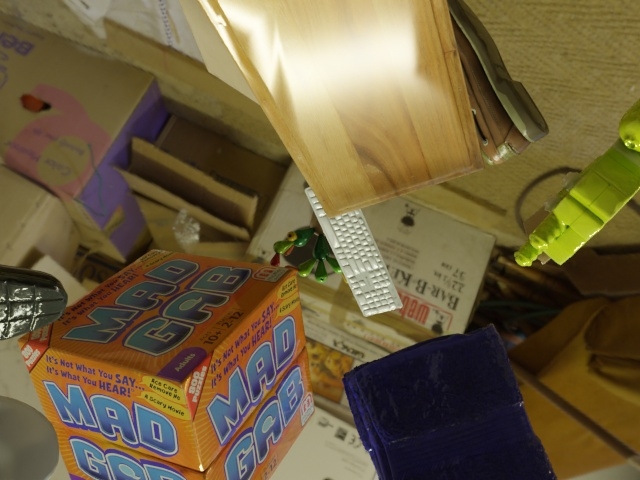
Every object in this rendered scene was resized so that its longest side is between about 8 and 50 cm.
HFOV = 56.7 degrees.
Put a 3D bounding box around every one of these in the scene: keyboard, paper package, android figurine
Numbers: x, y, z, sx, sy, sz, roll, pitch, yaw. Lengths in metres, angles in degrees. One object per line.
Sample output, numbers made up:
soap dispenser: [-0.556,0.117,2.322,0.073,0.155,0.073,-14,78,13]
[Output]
keyboard: [0.057,0.015,0.970,0.072,0.014,0.256,-20,113,14]
paper package: [-0.155,-0.486,1.402,0.324,0.168,0.310,37,161,27]
android figurine: [0.299,-0.076,0.595,0.056,0.273,0.248,45,174,15]

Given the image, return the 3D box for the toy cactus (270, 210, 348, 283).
toy cactus: [0.000,0.000,1.292,0.218,0.181,0.112,6,161,-13]

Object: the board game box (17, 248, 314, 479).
board game box: [-0.261,0.268,1.133,0.356,0.356,0.357,7,119,26]

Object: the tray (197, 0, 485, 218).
tray: [0.028,-0.189,0.591,0.202,0.076,0.411,-17,143,13]

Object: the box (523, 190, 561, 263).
box: [0.373,-0.063,0.825,0.021,0.201,0.164,44,-158,-3]

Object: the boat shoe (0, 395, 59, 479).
boat shoe: [-0.294,0.160,0.420,0.076,0.080,0.228,-18,164,17]

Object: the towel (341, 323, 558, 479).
towel: [0.167,0.282,0.752,0.227,0.309,0.076,-24,163,19]

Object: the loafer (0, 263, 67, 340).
loafer: [-0.261,0.030,0.394,0.169,0.062,0.061,5,-150,-31]

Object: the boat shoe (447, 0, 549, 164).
boat shoe: [0.229,-0.264,0.927,0.104,0.308,0.110,-36,158,34]
